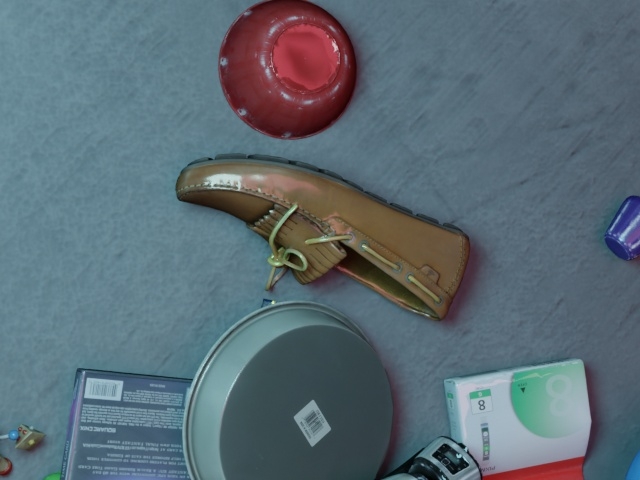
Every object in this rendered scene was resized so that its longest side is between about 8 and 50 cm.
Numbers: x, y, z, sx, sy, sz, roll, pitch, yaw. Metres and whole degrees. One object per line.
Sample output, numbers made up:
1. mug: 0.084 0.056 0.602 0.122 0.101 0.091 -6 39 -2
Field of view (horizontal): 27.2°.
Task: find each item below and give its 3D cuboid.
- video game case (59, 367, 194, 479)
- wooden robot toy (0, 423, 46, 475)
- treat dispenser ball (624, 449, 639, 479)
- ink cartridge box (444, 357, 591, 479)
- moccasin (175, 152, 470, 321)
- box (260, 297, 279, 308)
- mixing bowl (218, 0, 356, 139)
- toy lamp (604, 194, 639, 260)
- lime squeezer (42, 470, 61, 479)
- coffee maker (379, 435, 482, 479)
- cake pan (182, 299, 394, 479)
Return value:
1. video game case: -0.220 0.298 1.591 0.196 0.026 0.274 10 88 -32
2. wooden robot toy: -0.417 0.247 1.563 0.173 0.076 0.079 -31 62 -12
3. treat dispenser ball: 0.525 0.352 1.671 0.288 0.288 0.288 0 90 -14
4. ink cartridge box: 0.266 0.277 1.730 0.181 0.056 0.224 -8 90 -14
5. moccasin: -0.001 0.000 1.630 0.380 0.139 0.147 23 75 -22
6. box: -0.066 0.161 1.645 0.059 0.054 0.168 20 86 -13
7. mixing bowl: -0.030 -0.218 1.635 0.181 0.098 0.181 0 90 -13
8. toy lamp: 0.490 -0.079 1.777 0.275 0.080 0.080 -41 99 -13
9. lime squeezer: -0.345 0.297 1.563 0.310 0.059 0.110 -33 105 -23
10. coffee maker: 0.097 0.338 1.632 0.178 0.171 0.120 -22 76 -41
11. cake pan: -0.026 0.220 1.605 0.293 0.054 0.293 -5 99 -33
